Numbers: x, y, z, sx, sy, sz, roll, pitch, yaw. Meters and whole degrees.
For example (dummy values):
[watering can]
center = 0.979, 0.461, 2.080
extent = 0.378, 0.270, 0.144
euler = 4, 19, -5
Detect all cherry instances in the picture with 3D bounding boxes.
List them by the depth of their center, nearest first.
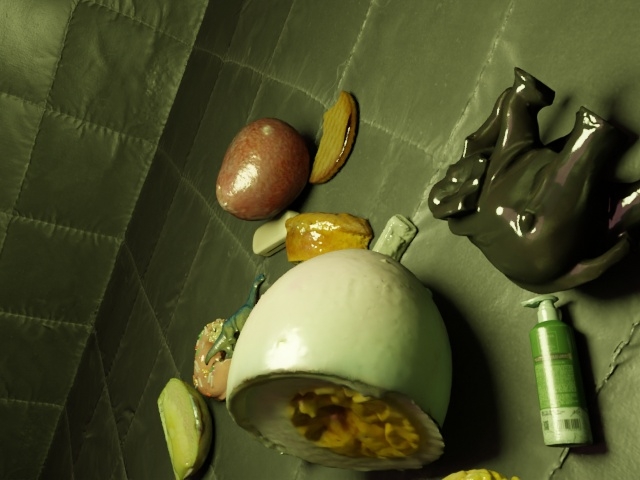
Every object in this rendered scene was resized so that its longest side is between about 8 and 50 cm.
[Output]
[cherry]
center = -0.148, -0.173, 1.553
extent = 0.307, 0.221, 0.261
euler = -57, -3, -41

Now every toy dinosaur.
[toy dinosaur]
center = -0.233, 0.216, 1.643
extent = 0.248, 0.075, 0.188
euler = -37, 40, 12

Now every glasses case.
[glasses case]
center = -0.117, -0.018, 1.629
extent = 0.196, 0.050, 0.083
euler = -28, 56, 50

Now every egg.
[egg]
center = 0.047, 0.164, 1.025
extent = 0.354, 0.355, 0.339
euler = -40, 27, 43

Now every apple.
[apple]
center = -0.360, 0.512, 1.705
extent = 0.193, 0.120, 0.265
euler = -49, 53, 38

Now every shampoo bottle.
[shampoo bottle]
center = 0.320, 0.173, 0.832
extent = 0.065, 0.065, 0.204
euler = -31, 51, 49

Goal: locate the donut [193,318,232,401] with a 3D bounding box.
[donut]
center = -0.298, 0.345, 1.724
extent = 0.199, 0.085, 0.233
euler = -62, 32, 22

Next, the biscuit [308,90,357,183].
[biscuit]
center = 0.030, -0.245, 1.516
extent = 0.228, 0.031, 0.176
euler = -56, 35, 31

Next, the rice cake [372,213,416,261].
[rice cake]
center = 0.110, 0.067, 1.230
extent = 0.057, 0.052, 0.256
euler = 38, 112, 26

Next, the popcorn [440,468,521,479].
[popcorn]
center = 0.222, 0.386, 0.832
extent = 0.148, 0.152, 0.167
euler = 59, 138, 27

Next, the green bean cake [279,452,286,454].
[green bean cake]
center = -0.021, 0.339, 1.271
extent = 0.181, 0.094, 0.173
euler = -53, 37, 33

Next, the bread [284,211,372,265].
[bread]
center = -0.010, -0.002, 1.371
extent = 0.260, 0.134, 0.129
euler = -4, 74, 58

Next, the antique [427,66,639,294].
[antique]
center = 0.302, -0.071, 0.857
extent = 0.255, 0.185, 0.322
euler = -57, 39, 24
